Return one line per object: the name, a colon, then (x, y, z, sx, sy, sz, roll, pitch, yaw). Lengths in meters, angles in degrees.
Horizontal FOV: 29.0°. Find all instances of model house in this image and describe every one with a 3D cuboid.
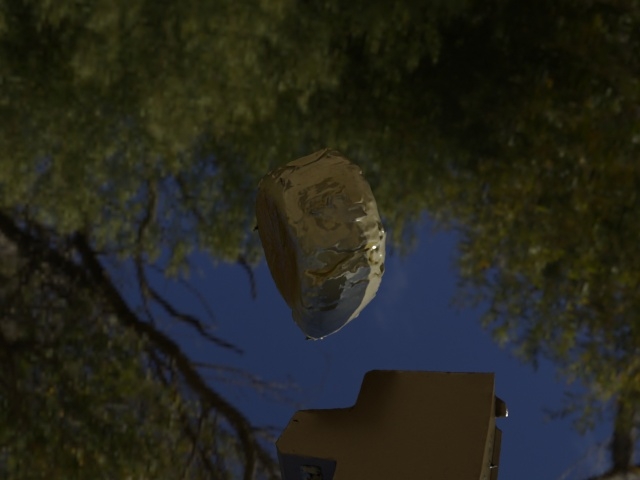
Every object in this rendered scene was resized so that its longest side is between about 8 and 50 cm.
model house: (0.059, 0.250, 1.001, 0.176, 0.248, 0.181, 1, -149, 13)

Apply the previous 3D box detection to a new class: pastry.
pastry: (0.000, 0.000, 1.080, 0.088, 0.165, 0.166, -15, -140, -14)
